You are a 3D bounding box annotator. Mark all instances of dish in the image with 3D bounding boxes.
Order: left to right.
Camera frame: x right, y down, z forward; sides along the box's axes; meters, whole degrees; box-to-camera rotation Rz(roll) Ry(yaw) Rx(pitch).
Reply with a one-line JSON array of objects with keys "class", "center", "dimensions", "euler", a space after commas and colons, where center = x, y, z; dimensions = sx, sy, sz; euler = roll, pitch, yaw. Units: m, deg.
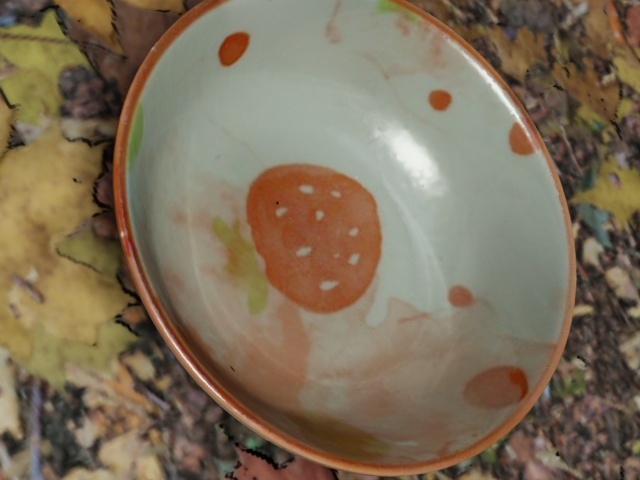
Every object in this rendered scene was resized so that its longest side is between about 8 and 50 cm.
[{"class": "dish", "center": [0.000, 0.000, 0.992], "dimensions": [0.260, 0.085, 0.260], "euler": [11, 66, -27]}]
